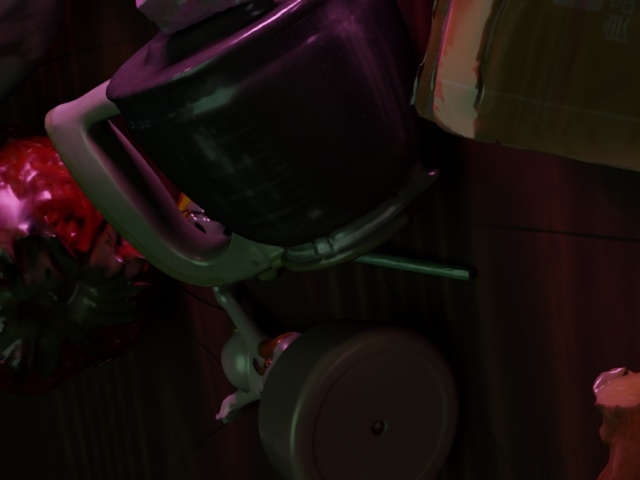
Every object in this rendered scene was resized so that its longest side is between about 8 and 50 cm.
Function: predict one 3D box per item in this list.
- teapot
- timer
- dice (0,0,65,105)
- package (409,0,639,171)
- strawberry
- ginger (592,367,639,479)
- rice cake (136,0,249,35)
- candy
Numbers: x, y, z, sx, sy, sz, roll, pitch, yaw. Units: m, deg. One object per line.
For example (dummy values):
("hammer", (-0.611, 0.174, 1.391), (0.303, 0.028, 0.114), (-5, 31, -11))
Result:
("teapot", (-0.055, -0.075, 1.523), (0.322, 0.239, 0.239), (-28, 106, 8))
("timer", (-0.021, 0.129, 1.687), (0.266, 0.175, 0.175), (22, 123, 54))
("dice", (-0.455, -0.266, 1.716), (0.330, 0.348, 0.328), (49, 148, 18))
("package", (0.173, -0.212, 1.245), (0.221, 0.165, 0.311), (19, 100, 31))
("strawberry", (-0.281, -0.002, 1.808), (0.277, 0.257, 0.257), (47, 138, 48))
("ginger", (0.284, 0.184, 1.426), (0.219, 0.123, 0.270), (57, 145, 13))
("rice cake", (-0.111, -0.279, 1.505), (0.106, 0.050, 0.298), (-28, 44, 15))
("candy", (0.000, 0.000, 1.656), (0.305, 0.091, 0.083), (9, 148, 29))
